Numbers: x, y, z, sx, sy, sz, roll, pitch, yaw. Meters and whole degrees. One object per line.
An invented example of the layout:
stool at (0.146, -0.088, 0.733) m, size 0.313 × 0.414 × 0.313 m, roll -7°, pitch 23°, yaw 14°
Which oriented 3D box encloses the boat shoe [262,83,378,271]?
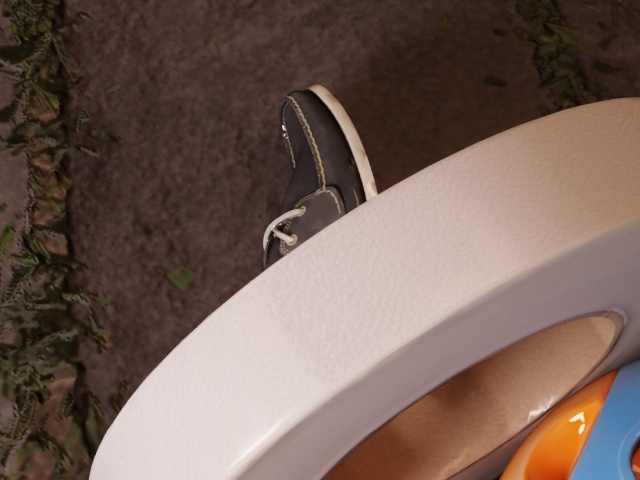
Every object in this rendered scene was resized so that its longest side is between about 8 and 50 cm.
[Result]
boat shoe at (0.000, 0.000, 1.191) m, size 0.079 × 0.084 × 0.233 m, roll -6°, pitch 66°, yaw -14°

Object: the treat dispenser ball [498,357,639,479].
treat dispenser ball at (0.228, 0.200, 1.004) m, size 0.288 × 0.288 × 0.288 m, roll 5°, pitch 61°, yaw -8°

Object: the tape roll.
tape roll at (0.058, 0.073, 0.987) m, size 0.392 × 0.392 × 0.072 m, roll -25°, pitch 68°, yaw -22°
